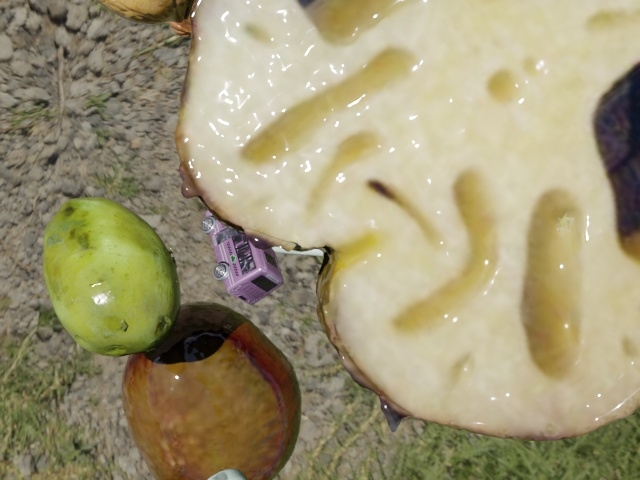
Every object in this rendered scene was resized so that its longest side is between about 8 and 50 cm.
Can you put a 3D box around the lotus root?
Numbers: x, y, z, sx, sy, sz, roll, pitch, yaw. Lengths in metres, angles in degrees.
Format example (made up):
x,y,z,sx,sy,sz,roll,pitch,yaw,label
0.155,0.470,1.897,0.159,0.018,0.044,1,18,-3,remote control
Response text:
x,y,z,sx,sy,sz,roll,pitch,yaw,label
0.104,-0.084,0.463,0.375,0.111,0.390,-30,89,5,lotus root

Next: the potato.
x,y,z,sx,sy,sz,roll,pitch,yaw,label
-0.345,0.057,1.266,0.216,0.304,0.216,-28,145,-21,potato

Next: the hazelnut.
x,y,z,sx,sy,sz,roll,pitch,yaw,label
-0.215,0.319,1.594,0.353,0.421,0.421,-40,112,22,hazelnut

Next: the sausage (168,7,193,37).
x,y,z,sx,sy,sz,roll,pitch,yaw,label
-0.218,-0.523,1.427,0.121,0.121,0.304,9,77,-19,sausage

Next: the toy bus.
x,y,z,sx,sy,sz,roll,pitch,yaw,label
-0.130,0.012,1.313,0.098,0.178,0.087,-32,145,16,toy bus

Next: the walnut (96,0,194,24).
x,y,z,sx,sy,sz,roll,pitch,yaw,label
-0.213,-0.329,0.890,0.180,0.144,0.144,44,85,-18,walnut

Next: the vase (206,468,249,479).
x,y,z,sx,sy,sz,roll,pitch,yaw,label
-0.059,0.352,0.882,0.096,0.219,0.096,-21,125,-34,vase

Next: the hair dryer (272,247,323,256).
x,y,z,sx,sy,sz,roll,pitch,yaw,label
0.003,-0.003,0.916,0.155,0.183,0.044,-32,125,-48,hair dryer
